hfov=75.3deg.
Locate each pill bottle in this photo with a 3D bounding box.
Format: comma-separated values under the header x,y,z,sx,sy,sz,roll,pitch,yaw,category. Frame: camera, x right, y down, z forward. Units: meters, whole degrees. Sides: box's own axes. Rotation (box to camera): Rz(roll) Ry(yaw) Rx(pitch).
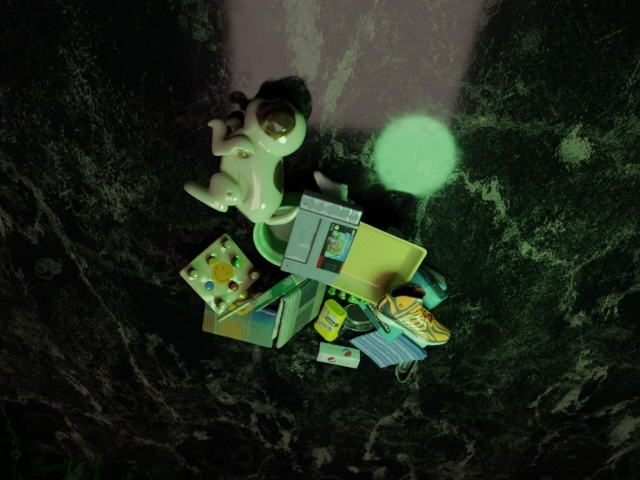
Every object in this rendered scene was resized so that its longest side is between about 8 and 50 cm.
x,y,z,sx,sy,sz,roll,pitch,yaw,category
0.256,0.034,1.705,0.112,0.112,0.186,27,124,-14,pill bottle

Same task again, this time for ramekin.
x,y,z,sx,sy,sz,roll,pitch,yaw,category
-0.105,-0.047,1.655,0.304,0.148,0.303,3,127,3,ramekin

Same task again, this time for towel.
x,y,z,sx,sy,sz,roll,pitch,yaw,category
-0.089,0.290,1.840,0.056,0.312,0.324,31,130,23,towel
0.325,0.530,2.036,0.243,0.040,0.336,41,140,-13,towel
-0.403,0.405,2.091,0.371,0.040,0.271,15,126,-3,towel

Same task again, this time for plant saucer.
x,y,z,sx,sy,sz,roll,pitch,yaw,category
0.196,0.080,1.634,0.333,0.081,0.332,23,123,1,plant saucer

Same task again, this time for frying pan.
x,y,z,sx,sy,sz,roll,pitch,yaw,category
0.173,0.410,2.031,0.198,0.053,0.326,16,128,-5,frying pan

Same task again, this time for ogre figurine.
x,y,z,sx,sy,sz,roll,pitch,yaw,category
0.128,0.207,1.842,0.097,0.197,0.118,-8,109,-36,ogre figurine

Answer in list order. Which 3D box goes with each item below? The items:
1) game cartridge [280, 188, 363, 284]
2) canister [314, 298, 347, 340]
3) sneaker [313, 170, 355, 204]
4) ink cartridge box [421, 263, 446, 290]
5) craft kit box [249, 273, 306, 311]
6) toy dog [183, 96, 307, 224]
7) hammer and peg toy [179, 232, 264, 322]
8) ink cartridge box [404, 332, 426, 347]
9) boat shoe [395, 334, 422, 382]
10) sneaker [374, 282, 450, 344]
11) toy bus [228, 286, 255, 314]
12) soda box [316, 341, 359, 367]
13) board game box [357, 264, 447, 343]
x,y,z,sx,sy,sz,roll,pitch,yaw,category
0.000,0.000,1.543,0.230,0.068,0.354,19,124,0,game cartridge
0.048,0.377,1.981,0.126,0.073,0.169,42,129,27,canister
0.055,-0.198,1.584,0.094,0.080,0.212,-32,125,12,sneaker
0.428,0.224,1.851,0.134,0.078,0.231,30,124,-16,ink cartridge box
-0.147,0.189,1.781,0.250,0.247,0.061,-35,91,27,craft kit box
-0.208,-0.282,1.392,0.396,0.285,0.407,35,109,14,toy dog
-0.392,0.185,1.769,0.361,0.266,0.127,55,156,-21,hammer and peg toy
0.468,0.404,1.943,0.127,0.072,0.175,-40,116,21,ink cartridge box
0.452,0.595,2.112,0.112,0.095,0.335,9,127,3,boat shoe
0.385,0.279,1.594,0.321,0.124,0.180,23,124,-8,sneaker
-0.446,0.203,1.898,0.130,0.108,0.333,-33,117,26,toy bus
0.094,0.597,2.163,0.216,0.073,0.069,13,127,-4,soda box
0.335,0.243,1.785,0.253,0.079,0.336,53,125,20,board game box
